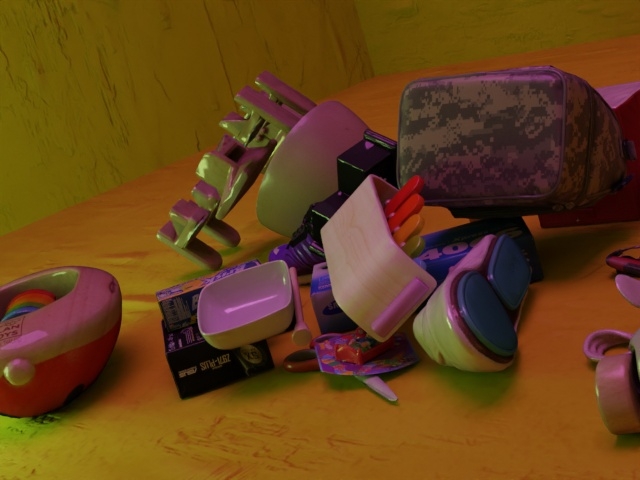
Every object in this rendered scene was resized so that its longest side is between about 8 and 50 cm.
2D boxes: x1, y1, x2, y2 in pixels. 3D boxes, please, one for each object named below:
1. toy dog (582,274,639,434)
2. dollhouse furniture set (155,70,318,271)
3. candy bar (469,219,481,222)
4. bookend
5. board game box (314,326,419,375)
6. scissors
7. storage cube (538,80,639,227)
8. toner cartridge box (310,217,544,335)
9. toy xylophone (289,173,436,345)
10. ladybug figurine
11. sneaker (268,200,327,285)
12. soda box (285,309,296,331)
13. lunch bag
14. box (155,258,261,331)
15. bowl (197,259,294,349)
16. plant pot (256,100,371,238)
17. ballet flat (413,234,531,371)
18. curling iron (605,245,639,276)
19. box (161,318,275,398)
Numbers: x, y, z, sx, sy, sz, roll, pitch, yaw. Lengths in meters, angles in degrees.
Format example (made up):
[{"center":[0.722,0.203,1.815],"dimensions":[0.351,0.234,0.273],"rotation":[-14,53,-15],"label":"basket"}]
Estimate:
[{"center":[0.388,0.081,1.190],"dimensions":[0.220,0.161,0.334],"rotation":[-14,15,11],"label":"toy dog"},{"center":[-0.098,-0.140,2.325],"dimensions":[0.362,0.256,0.394],"rotation":[-57,1,26],"label":"dollhouse furniture set"},{"center":[0.261,-0.082,1.951],"dimensions":[0.040,0.161,0.018],"rotation":[-16,28,16],"label":"candy bar"},{"center":[0.054,-0.068,1.766],"dimensions":[0.072,0.157,0.156],"rotation":[28,48,34],"label":"bookend"},{"center":[0.060,0.140,1.534],"dimensions":[0.133,0.033,0.169],"rotation":[-7,14,-4],"label":"board game box"},{"center":[0.052,0.168,1.524],"dimensions":[0.109,0.021,0.297],"rotation":[-22,14,-29],"label":"scissors"},{"center":[0.469,-0.147,1.893],"dimensions":[0.215,0.193,0.183],"rotation":[-3,19,39],"label":"storage cube"},{"center":[0.161,0.049,1.743],"dimensions":[0.347,0.075,0.165],"rotation":[-16,13,5],"label":"toner cartridge box"},{"center":[0.056,0.030,1.584],"dimensions":[0.236,0.081,0.323],"rotation":[-45,22,24],"label":"toy xylophone"},{"center":[-0.463,0.168,1.824],"dimensions":[0.305,0.162,0.449],"rotation":[-16,14,-1],"label":"ladybug figurine"},{"center":[0.001,0.000,1.961],"dimensions":[0.102,0.146,0.293],"rotation":[-27,18,-33],"label":"sneaker"},{"center":[-0.074,0.103,1.844],"dimensions":[0.060,0.053,0.169],"rotation":[-16,15,1],"label":"soda box"},{"center":[0.304,-0.142,1.729],"dimensions":[0.305,0.213,0.256],"rotation":[-2,-4,36],"label":"lunch bag"},{"center":[-0.163,0.083,1.705],"dimensions":[0.168,0.054,0.059],"rotation":[-18,15,-10],"label":"box"},{"center":[-0.101,0.098,1.581],"dimensions":[0.142,0.053,0.142],"rotation":[-18,29,5],"label":"bowl"},{"center":[0.039,-0.101,2.148],"dimensions":[0.191,0.284,0.284],"rotation":[33,37,19],"label":"plant pot"},{"center":[0.193,0.098,1.470],"dimensions":[0.139,0.139,0.400],"rotation":[-12,11,19],"label":"ballet flat"},{"center":[0.462,0.038,1.477],"dimensions":[0.068,0.035,0.274],"rotation":[-17,9,-10],"label":"curling iron"},{"center":[-0.159,0.156,1.694],"dimensions":[0.147,0.078,0.180],"rotation":[-18,15,-7],"label":"box"}]
